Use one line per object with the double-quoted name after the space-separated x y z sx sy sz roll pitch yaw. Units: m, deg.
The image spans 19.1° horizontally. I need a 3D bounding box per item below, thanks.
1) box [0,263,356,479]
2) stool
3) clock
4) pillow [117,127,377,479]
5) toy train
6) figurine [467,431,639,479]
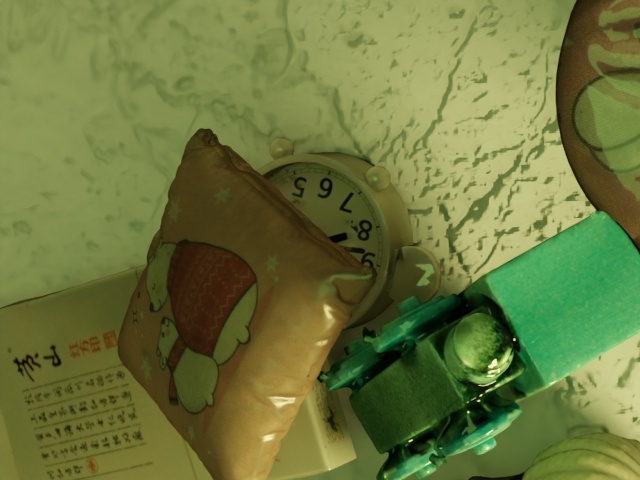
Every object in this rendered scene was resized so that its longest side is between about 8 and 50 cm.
-0.153 0.126 1.620 0.365 0.051 0.204 -16 91 34 "box"
0.320 -0.110 1.374 0.272 0.178 0.272 3 97 21 "stool"
0.000 0.000 1.577 0.229 0.063 0.155 16 100 22 "clock"
-0.068 0.059 1.457 0.223 0.084 0.236 47 123 39 "pillow"
0.119 0.086 1.417 0.194 0.298 0.120 -29 84 -18 "toy train"
0.139 0.247 1.487 0.332 0.185 0.204 3 130 18 "figurine"
